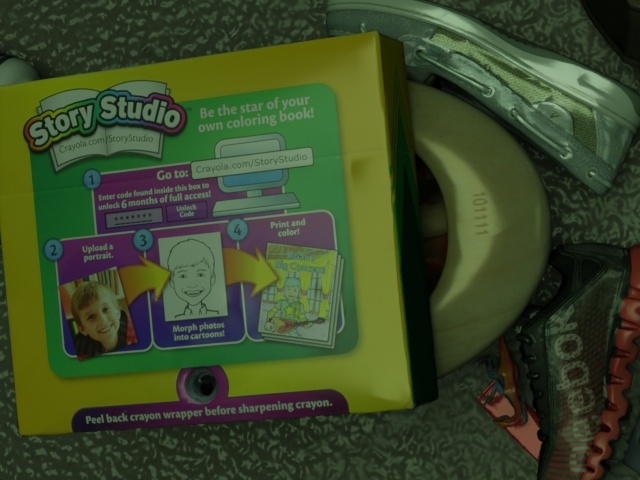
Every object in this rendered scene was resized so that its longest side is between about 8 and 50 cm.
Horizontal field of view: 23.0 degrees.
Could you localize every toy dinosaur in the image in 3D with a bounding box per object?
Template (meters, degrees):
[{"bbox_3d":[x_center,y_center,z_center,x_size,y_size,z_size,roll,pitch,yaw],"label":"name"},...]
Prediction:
[{"bbox_3d":[0.170,0.134,1.472,0.047,0.082,0.090,-8,121,-8],"label":"toy dinosaur"}]

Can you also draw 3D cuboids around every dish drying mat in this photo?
[{"bbox_3d":[0.188,0.171,1.505,0.032,0.008,0.083,-46,76,5],"label":"dish drying mat"}]

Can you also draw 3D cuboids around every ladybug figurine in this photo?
[{"bbox_3d":[0.000,0.000,1.480,0.449,0.162,0.305,-4,90,17],"label":"ladybug figurine"}]

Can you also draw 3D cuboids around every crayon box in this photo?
[{"bbox_3d":[-0.096,0.000,1.369,0.362,0.106,0.313,-6,88,17],"label":"crayon box"}]

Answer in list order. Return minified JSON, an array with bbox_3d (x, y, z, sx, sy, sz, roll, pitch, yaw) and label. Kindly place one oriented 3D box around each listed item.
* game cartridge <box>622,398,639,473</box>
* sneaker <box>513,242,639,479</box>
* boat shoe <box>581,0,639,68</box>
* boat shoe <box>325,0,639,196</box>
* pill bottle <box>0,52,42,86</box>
[{"bbox_3d":[0.396,0.071,1.348,0.068,0.230,0.355,20,94,-19],"label":"game cartridge"},{"bbox_3d":[0.228,0.126,1.443,0.135,0.097,0.276,15,90,5],"label":"sneaker"},{"bbox_3d":[0.347,-0.160,1.390,0.104,0.111,0.307,-22,64,-11],"label":"boat shoe"},{"bbox_3d":[0.143,-0.147,1.476,0.320,0.118,0.103,24,90,8],"label":"boat shoe"},{"bbox_3d":[-0.347,-0.144,1.614,0.180,0.108,0.108,17,93,15],"label":"pill bottle"}]
